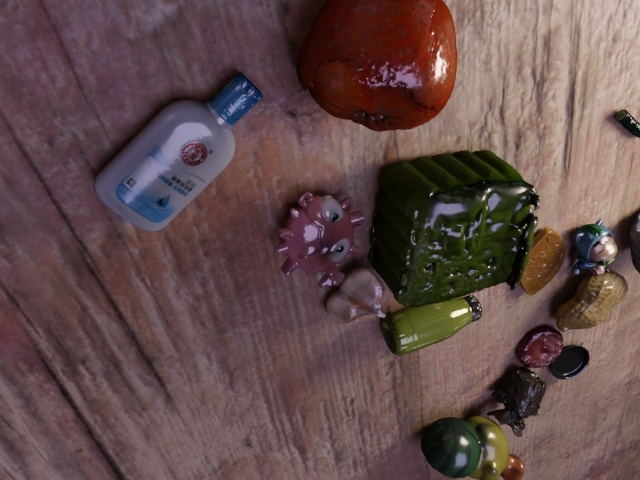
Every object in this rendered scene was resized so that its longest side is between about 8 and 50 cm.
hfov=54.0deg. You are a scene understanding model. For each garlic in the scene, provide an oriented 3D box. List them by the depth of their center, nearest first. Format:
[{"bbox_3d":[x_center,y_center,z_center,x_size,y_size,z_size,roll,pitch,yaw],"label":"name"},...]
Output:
[{"bbox_3d":[0.086,0.139,1.492,0.124,0.099,0.174,35,117,-19],"label":"garlic"}]

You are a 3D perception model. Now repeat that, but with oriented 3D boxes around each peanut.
[{"bbox_3d":[0.792,0.182,1.845,0.197,0.110,0.233,10,119,-45],"label":"peanut"}]

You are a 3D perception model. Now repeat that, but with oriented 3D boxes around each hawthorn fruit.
[{"bbox_3d":[0.113,-0.346,1.081,0.276,0.276,0.307,11,102,-31],"label":"hawthorn fruit"}]

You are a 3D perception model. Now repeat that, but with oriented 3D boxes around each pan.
[{"bbox_3d":[0.770,0.372,2.022,0.235,0.028,0.136,30,107,-27],"label":"pan"}]

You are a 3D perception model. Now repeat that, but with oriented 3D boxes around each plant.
[{"bbox_3d":[0.619,0.506,1.975,0.131,0.142,0.203,17,111,-50],"label":"plant"}]

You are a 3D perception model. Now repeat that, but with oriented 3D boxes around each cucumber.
[{"bbox_3d":[0.783,-0.287,1.571,0.133,0.032,0.032,22,111,-36],"label":"cucumber"}]

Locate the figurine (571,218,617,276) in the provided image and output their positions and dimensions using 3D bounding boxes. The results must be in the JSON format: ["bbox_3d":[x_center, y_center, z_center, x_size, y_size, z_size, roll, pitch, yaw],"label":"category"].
[{"bbox_3d":[0.753,0.040,1.719,0.114,0.144,0.178,-18,140,-9],"label":"figurine"}]

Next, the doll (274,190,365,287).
[{"bbox_3d":[0.000,0.000,1.361,0.211,0.093,0.261,-23,127,-17],"label":"doll"}]

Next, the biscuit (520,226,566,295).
[{"bbox_3d":[0.608,0.057,1.728,0.142,0.029,0.220,-13,126,-15],"label":"biscuit"}]

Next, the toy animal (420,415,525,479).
[{"bbox_3d":[0.475,0.644,1.965,0.338,0.216,0.191,16,103,-24],"label":"toy animal"}]

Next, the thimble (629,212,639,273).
[{"bbox_3d":[0.981,-0.008,1.744,0.236,0.205,0.172,-31,129,-7],"label":"thimble"}]

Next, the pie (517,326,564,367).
[{"bbox_3d":[0.678,0.330,1.936,0.155,0.036,0.154,-6,117,-13],"label":"pie"}]

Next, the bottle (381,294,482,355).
[{"bbox_3d":[0.294,0.211,1.633,0.260,0.112,0.112,-16,128,-14],"label":"bottle"}]

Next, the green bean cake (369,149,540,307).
[{"bbox_3d":[0.293,-0.015,1.412,0.319,0.218,0.334,-13,125,-16],"label":"green bean cake"}]

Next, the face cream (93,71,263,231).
[{"bbox_3d":[-0.243,-0.167,1.139,0.337,0.080,0.163,-42,130,7],"label":"face cream"}]
